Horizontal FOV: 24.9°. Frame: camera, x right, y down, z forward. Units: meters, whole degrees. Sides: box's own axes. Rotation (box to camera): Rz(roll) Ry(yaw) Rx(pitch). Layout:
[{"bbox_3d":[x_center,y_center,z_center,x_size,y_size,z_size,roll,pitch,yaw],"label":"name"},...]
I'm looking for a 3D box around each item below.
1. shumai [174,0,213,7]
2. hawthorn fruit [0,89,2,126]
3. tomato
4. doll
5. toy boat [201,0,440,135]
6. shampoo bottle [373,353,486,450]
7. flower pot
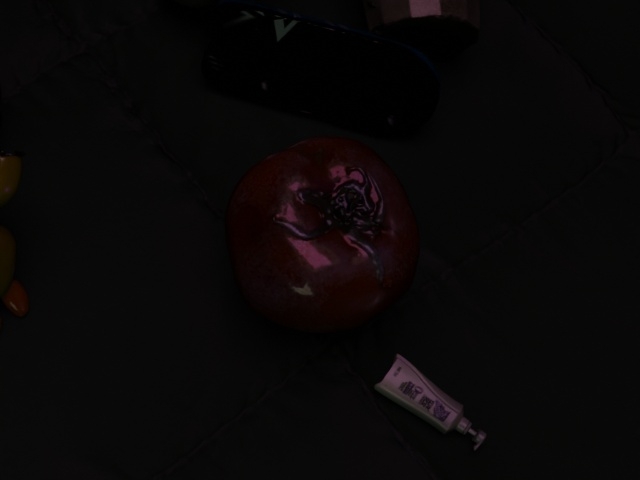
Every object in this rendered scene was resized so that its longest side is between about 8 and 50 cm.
[{"bbox_3d":[-0.077,-0.456,1.850,0.263,0.309,0.304,-11,97,-39],"label":"shumai"},{"bbox_3d":[-0.450,-0.160,1.683,0.173,0.173,0.173,3,64,-7],"label":"hawthorn fruit"},{"bbox_3d":[-0.004,0.001,1.655,0.232,0.188,0.232,5,68,-12],"label":"tomato"},{"bbox_3d":[-0.387,0.005,1.616,0.143,0.135,0.220,-1,99,-39],"label":"doll"},{"bbox_3d":[0.006,-0.229,1.813,0.299,0.134,0.092,16,37,-2],"label":"toy boat"},{"bbox_3d":[0.132,0.190,1.672,0.141,0.034,0.049,35,59,7],"label":"shampoo bottle"},{"bbox_3d":[0.116,-0.347,1.846,0.212,0.212,0.202,1,75,-8],"label":"flower pot"}]
